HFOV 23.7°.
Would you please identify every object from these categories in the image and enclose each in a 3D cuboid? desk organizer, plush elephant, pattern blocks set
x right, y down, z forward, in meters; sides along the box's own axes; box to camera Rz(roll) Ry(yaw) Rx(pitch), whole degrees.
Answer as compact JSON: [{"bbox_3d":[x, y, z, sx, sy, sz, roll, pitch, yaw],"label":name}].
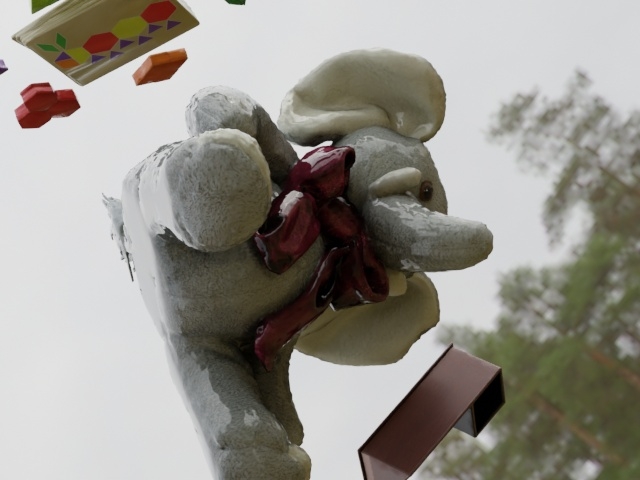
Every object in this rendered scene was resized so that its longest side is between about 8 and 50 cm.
[{"bbox_3d":[0.089,0.146,1.201,0.130,0.050,0.047,-45,-39,-31],"label":"desk organizer"},{"bbox_3d":[0.000,0.000,1.099,0.255,0.330,0.272,-14,-70,-15],"label":"plush elephant"},{"bbox_3d":[-0.247,-0.245,1.757,0.325,0.026,0.285,-22,-23,5],"label":"pattern blocks set"}]
